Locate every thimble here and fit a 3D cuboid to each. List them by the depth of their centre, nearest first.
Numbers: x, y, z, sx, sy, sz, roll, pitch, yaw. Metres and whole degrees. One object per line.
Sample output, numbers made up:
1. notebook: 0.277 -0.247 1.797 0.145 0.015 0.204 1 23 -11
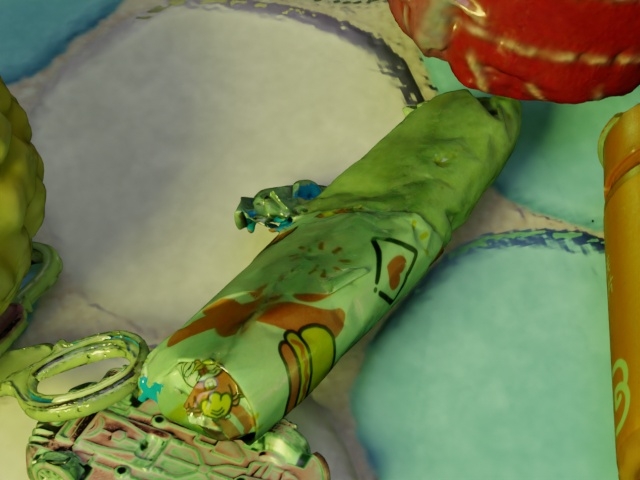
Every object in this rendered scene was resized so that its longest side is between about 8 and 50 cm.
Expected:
1. thimble: 0.122 -0.164 1.003 0.163 0.125 0.189 23 35 2

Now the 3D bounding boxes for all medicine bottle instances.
1. medicine bottle: 0.183 0.029 0.915 0.096 0.096 0.192 3 55 -2

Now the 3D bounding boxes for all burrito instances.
1. burrito: 0.000 0.000 0.924 0.104 0.054 0.288 16 42 32

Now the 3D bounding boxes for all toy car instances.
1. toy car: -0.064 0.107 0.866 0.142 0.055 0.069 18 44 19

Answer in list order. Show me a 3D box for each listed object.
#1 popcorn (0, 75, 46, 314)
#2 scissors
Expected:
1. popcorn: -0.233 -0.004 0.833 0.235 0.181 0.216 -23 39 1
2. scissors: -0.180 0.071 0.887 0.187 0.020 0.133 -29 40 -17
